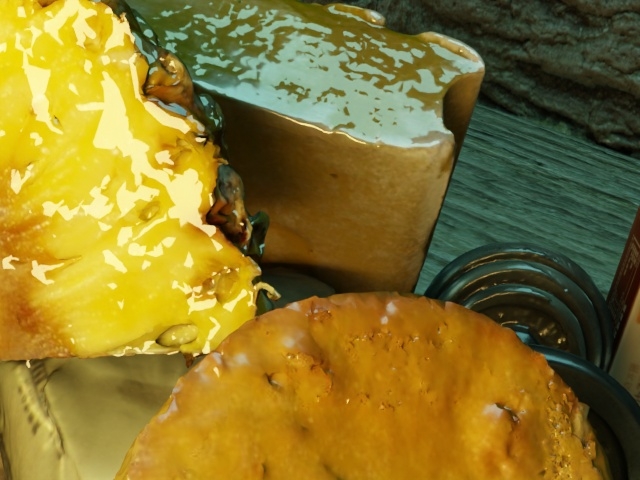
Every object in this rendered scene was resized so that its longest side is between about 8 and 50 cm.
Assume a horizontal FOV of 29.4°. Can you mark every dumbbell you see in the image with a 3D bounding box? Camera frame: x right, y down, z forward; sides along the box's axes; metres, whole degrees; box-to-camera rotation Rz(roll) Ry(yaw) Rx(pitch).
[{"bbox_3d":[0.150,0.119,0.930,0.179,0.179,0.406,16,14,3],"label":"dumbbell"}]

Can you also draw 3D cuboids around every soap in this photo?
[{"bbox_3d":[-0.055,-0.030,0.944,0.293,0.335,0.156,20,47,5],"label":"soap"}]

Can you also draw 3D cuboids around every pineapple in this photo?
[{"bbox_3d":[-0.171,-0.089,0.675,0.344,0.286,0.209,-3,13,17],"label":"pineapple"}]

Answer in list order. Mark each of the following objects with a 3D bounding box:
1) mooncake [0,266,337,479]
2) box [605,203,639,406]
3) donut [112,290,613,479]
[{"bbox_3d":[-0.073,0.123,0.752,0.254,0.136,0.250,-5,24,-24],"label":"mooncake"},{"bbox_3d":[0.467,0.037,1.134,0.344,0.385,0.122,16,16,3],"label":"box"},{"bbox_3d":[0.015,0.160,0.568,0.277,0.278,0.108,6,-18,-31],"label":"donut"}]
